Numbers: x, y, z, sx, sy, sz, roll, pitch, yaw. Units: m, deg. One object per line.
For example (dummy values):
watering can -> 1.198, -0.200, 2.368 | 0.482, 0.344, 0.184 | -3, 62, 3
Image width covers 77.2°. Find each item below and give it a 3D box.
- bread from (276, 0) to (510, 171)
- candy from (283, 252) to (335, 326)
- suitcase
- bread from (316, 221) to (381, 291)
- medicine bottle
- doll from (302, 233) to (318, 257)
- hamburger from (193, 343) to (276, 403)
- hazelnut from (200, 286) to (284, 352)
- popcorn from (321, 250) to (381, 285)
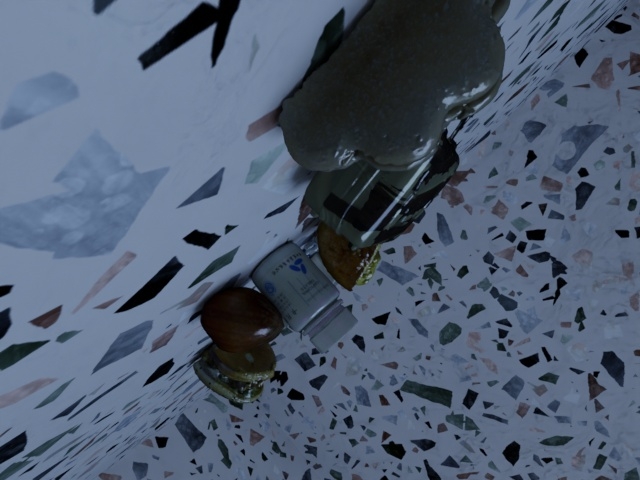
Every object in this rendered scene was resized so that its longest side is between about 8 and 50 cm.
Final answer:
bread -> 0.105, -0.200, 0.496 | 0.337, 0.183, 0.102 | -45, 162, 14
candy -> -0.041, 0.189, 1.683 | 0.359, 0.145, 0.208 | -46, 170, 27
suitcase -> 0.152, -0.158, 0.817 | 0.339, 0.194, 0.351 | -53, 163, 19
bread -> 0.105, -0.041, 1.141 | 0.194, 0.179, 0.340 | -37, 156, -57
medicine bottle -> -0.042, 0.160, 1.121 | 0.170, 0.293, 0.170 | -42, 171, -8
doll -> 0.000, 0.000, 1.297 | 0.227, 0.057, 0.114 | -35, 166, 14
hamburger -> -0.318, 0.494, 1.597 | 0.195, 0.277, 0.318 | -53, 162, 15
hazelnut -> -0.205, 0.213, 1.046 | 0.181, 0.181, 0.212 | -42, 171, -4
popcorn -> 0.102, 0.068, 1.485 | 0.266, 0.233, 0.192 | -118, -137, -64
